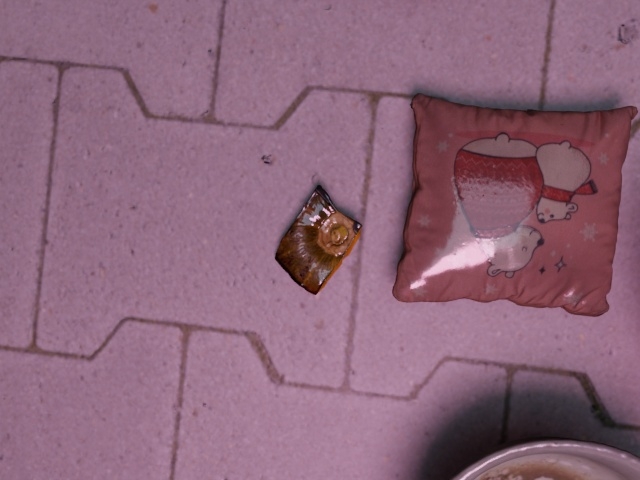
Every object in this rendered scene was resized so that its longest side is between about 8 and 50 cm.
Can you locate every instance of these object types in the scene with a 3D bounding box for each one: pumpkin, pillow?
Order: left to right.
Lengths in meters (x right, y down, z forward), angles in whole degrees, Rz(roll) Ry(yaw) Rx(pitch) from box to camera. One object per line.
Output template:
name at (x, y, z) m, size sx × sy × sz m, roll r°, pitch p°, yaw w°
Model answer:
pumpkin at (-0.002, 0.000, 0.653) m, size 0.073 × 0.035 × 0.101 m, roll 38°, pitch 96°, yaw 14°
pillow at (0.197, -0.038, 0.612) m, size 0.236 × 0.084 × 0.223 m, roll 4°, pitch 88°, yaw 1°

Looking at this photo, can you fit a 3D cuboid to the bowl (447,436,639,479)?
bowl at (0.222, 0.318, 0.580) m, size 0.290 × 0.146 × 0.289 m, roll 0°, pitch 89°, yaw 5°
